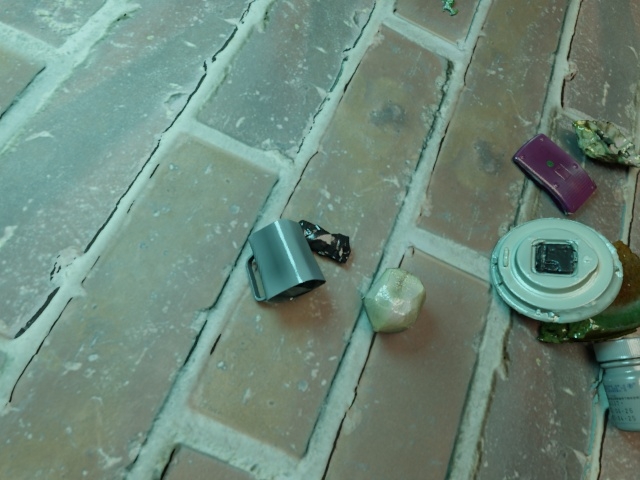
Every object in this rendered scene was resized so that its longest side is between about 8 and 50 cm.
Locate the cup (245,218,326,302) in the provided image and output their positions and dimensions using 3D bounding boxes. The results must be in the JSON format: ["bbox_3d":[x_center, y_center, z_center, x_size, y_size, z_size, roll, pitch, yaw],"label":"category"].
[{"bbox_3d":[-0.074,0.047,0.810,0.128,0.095,0.129,-28,72,18],"label":"cup"}]

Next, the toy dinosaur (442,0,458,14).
[{"bbox_3d":[0.344,-0.626,1.188,0.062,0.021,0.083,46,71,-2],"label":"toy dinosaur"}]

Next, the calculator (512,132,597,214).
[{"bbox_3d":[0.549,-0.160,1.064,0.127,0.034,0.190,-39,82,-21],"label":"calculator"}]

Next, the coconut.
[{"bbox_3d":[0.127,0.114,0.825,0.110,0.110,0.124,37,60,2],"label":"coconut"}]

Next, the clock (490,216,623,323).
[{"bbox_3d":[0.456,0.045,0.893,0.237,0.053,0.236,-12,54,17],"label":"clock"}]

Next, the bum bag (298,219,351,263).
[{"bbox_3d":[0.000,0.000,0.873,0.125,0.034,0.057,23,75,-4],"label":"bum bag"}]

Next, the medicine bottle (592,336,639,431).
[{"bbox_3d":[0.607,0.276,0.881,0.105,0.105,0.167,-2,72,-14],"label":"medicine bottle"}]

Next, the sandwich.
[{"bbox_3d":[0.586,0.105,0.935,0.293,0.109,0.211,3,71,-12],"label":"sandwich"}]

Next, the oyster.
[{"bbox_3d":[0.705,-0.226,1.111,0.209,0.072,0.132,1,63,-34],"label":"oyster"}]
